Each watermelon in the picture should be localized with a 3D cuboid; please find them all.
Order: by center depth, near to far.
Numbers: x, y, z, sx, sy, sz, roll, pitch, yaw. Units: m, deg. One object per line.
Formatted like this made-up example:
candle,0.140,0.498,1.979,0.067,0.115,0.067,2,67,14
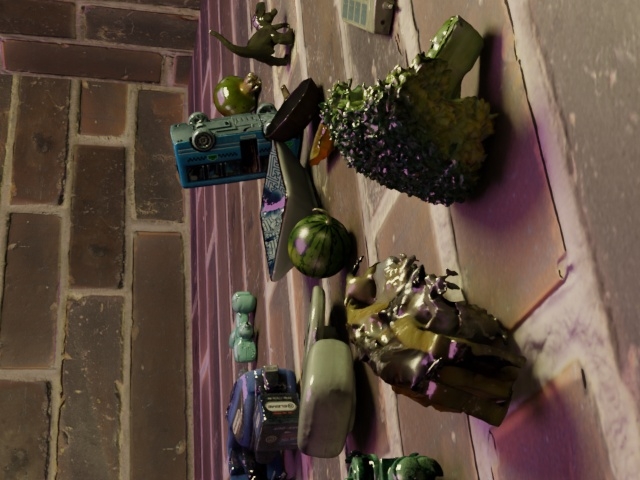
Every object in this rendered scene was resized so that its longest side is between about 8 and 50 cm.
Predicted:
watermelon,0.001,0.006,1.367,0.109,0.109,0.109,-178,90,-76

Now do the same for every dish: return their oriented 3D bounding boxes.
dish,-0.052,-0.060,1.617,0.243,0.080,0.182,-104,22,-57

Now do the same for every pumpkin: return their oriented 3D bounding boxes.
pumpkin,0.009,-0.169,1.492,0.101,0.035,0.073,127,154,-72

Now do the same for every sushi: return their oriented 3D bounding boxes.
sushi,0.113,0.093,0.886,0.131,0.139,0.291,-67,16,1

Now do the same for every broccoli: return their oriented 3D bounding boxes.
broccoli,0.099,-0.141,0.908,0.220,0.194,0.194,20,-109,-80

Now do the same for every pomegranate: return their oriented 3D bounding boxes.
pomegranate,-0.201,-0.364,2.246,0.142,0.114,0.114,-31,53,39

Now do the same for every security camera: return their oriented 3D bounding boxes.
security camera,0.009,0.188,1.355,0.301,0.080,0.157,-92,8,-61

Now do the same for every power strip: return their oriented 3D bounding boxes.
power strip,0.067,-0.342,1.285,0.227,0.029,0.080,-125,39,-67

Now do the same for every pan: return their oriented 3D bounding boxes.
pan,-0.038,-0.250,1.637,0.128,0.048,0.202,-39,23,37

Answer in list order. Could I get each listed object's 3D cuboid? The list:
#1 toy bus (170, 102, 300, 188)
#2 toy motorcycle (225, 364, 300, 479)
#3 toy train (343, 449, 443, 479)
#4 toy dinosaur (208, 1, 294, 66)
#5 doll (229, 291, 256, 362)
toy bus,-0.164,-0.182,1.764,0.113,0.246,0.134,-115,19,-61
toy motorcycle,-0.113,0.389,1.705,0.212,0.125,0.358,-106,22,-46
toy train,0.068,0.334,0.999,0.269,0.115,0.154,112,162,-51
toy dinosaur,-0.150,-0.421,1.866,0.187,0.179,0.087,-101,20,-50
doll,-0.186,0.200,2.163,0.159,0.059,0.158,-120,33,-67
